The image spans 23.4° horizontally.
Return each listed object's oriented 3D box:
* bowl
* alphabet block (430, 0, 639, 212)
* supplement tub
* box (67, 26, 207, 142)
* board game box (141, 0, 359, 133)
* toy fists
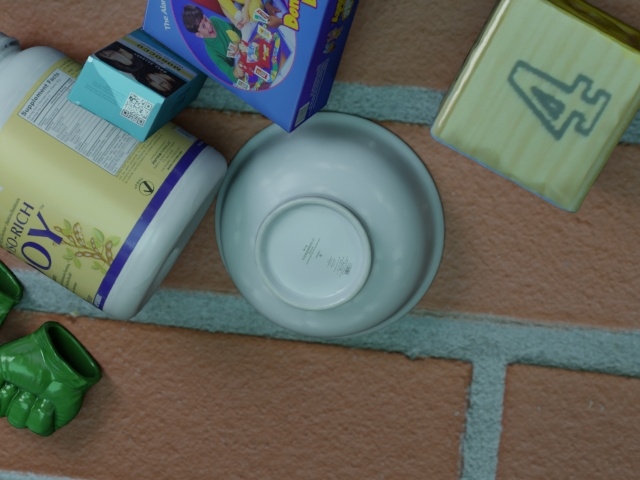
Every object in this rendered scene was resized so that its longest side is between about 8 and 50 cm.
[{"bbox_3d":[0.000,0.000,1.893,0.298,0.134,0.298,3,107,9],"label":"bowl"},{"bbox_3d":[0.258,-0.177,1.770,0.193,0.192,0.197,28,108,-1],"label":"alphabet block"},{"bbox_3d":[-0.307,-0.084,1.863,0.331,0.241,0.241,32,108,-1],"label":"supplement tub"},{"bbox_3d":[-0.205,-0.190,1.812,0.100,0.244,0.060,30,109,0],"label":"box"},{"bbox_3d":[-0.066,-0.320,1.728,0.233,0.078,0.347,36,138,15],"label":"board game box"},{"bbox_3d":[-0.426,0.139,2.024,0.142,0.096,0.279,-42,97,18],"label":"toy fists"}]
